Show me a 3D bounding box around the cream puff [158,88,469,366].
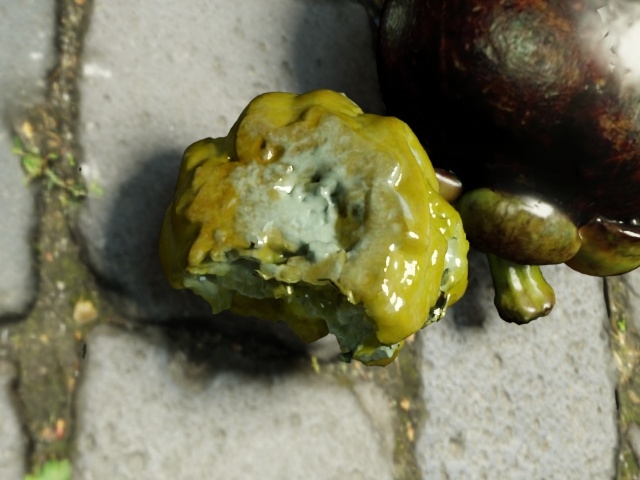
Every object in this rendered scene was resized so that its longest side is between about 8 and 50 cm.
[{"bbox_3d":[0.002,-0.005,0.989,0.221,0.195,0.195,23,51,16],"label":"cream puff"}]

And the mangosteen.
[{"bbox_3d":[0.187,-0.128,1.112,0.330,0.330,0.330,14,63,-30],"label":"mangosteen"}]
